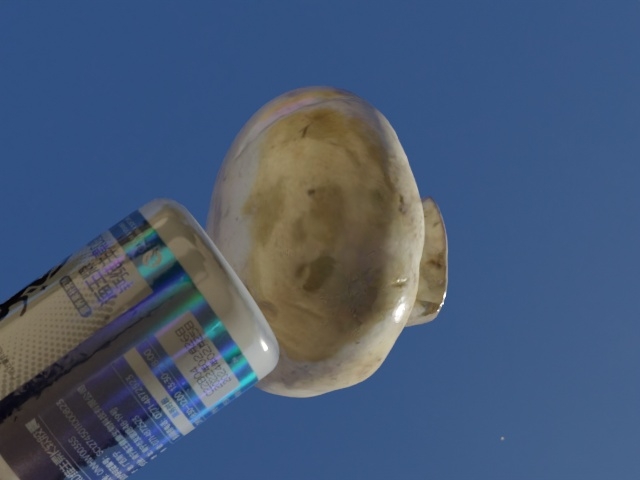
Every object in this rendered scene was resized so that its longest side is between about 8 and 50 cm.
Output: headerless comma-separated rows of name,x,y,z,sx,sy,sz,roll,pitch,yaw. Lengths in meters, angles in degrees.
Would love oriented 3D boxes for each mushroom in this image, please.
mushroom,0.000,0.000,1.003,0.184,0.255,0.255,-1,-99,-7

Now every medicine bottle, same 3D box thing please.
medicine bottle,-0.123,0.071,0.643,0.191,0.107,0.107,-35,-102,-8
